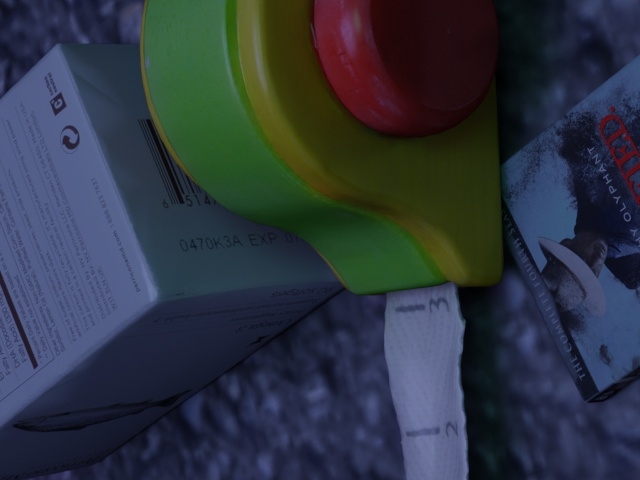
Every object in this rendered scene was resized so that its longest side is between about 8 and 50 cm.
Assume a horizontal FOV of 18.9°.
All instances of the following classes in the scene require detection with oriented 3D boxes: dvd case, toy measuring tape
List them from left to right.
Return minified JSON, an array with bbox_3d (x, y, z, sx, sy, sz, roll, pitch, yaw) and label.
[{"bbox_3d":[0.000,0.000,0.630,0.121,0.121,0.330,-7,82,44],"label":"toy measuring tape"},{"bbox_3d":[0.109,-0.013,0.611,0.119,0.013,0.087,-40,66,39],"label":"dvd case"}]

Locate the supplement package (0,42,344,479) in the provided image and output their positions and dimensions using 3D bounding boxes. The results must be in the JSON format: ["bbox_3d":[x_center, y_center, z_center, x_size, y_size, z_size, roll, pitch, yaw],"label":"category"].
[{"bbox_3d":[-0.094,0.014,0.742,0.179,0.105,0.105,-37,70,39],"label":"supplement package"}]
